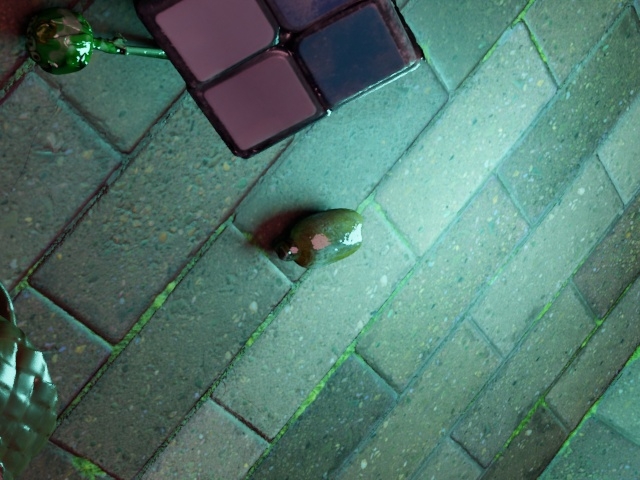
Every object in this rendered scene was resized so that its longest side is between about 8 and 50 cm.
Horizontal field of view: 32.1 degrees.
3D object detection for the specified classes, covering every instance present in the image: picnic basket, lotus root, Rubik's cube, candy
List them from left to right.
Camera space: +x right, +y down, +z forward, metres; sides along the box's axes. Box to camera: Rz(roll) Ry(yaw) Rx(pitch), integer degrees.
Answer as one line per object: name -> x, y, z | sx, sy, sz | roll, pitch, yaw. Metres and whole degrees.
picnic basket -> -0.533, 0.198, 1.652 | 0.337, 0.337, 0.293 | -19, 118, -33
candy -> -0.305, -0.296, 1.694 | 0.323, 0.097, 0.097 | -4, 116, -50
Rubik's cube -> -0.080, -0.367, 1.602 | 0.318, 0.316, 0.313 | -28, 135, 7
lotus root -> 0.000, 0.000, 2.112 | 0.192, 0.088, 0.113 | -18, 130, -34
